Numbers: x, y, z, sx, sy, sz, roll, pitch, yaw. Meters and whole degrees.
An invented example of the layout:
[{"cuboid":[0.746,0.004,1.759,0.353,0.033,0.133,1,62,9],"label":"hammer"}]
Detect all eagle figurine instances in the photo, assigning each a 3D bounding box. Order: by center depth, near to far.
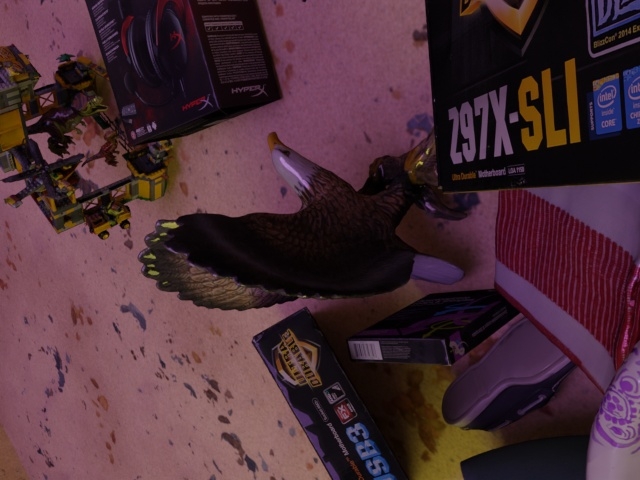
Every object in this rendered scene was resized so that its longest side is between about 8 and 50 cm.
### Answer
[{"cuboid":[-0.008,-0.007,0.605,0.225,0.298,0.226,36,150,33],"label":"eagle figurine"}]

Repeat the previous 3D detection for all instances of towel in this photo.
[{"cuboid":[0.198,-0.066,0.475,0.237,0.037,0.329,-115,22,-67],"label":"towel"}]

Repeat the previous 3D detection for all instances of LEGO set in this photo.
[{"cuboid":[-0.377,-0.183,0.910,0.331,0.255,0.192,55,150,22],"label":"LEGO set"}]

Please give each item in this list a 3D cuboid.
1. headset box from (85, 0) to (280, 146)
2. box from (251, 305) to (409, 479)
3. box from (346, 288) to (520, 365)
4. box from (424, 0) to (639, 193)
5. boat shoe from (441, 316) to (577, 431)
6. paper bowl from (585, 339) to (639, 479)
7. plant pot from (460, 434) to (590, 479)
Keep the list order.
[{"cuboid":[-0.196,-0.294,0.803,0.218,0.110,0.293,-7,101,43],"label":"headset box"},{"cuboid":[0.030,0.222,0.707,0.293,0.073,0.295,58,174,6],"label":"box"},{"cuboid":[0.120,0.085,0.627,0.116,0.162,0.029,-9,96,42],"label":"box"},{"cuboid":[0.149,-0.160,0.361,0.322,0.079,0.257,-159,62,-80],"label":"box"},{"cuboid":[0.216,0.142,0.648,0.065,0.075,0.206,26,128,-20],"label":"boat shoe"},{"cuboid":[0.285,0.126,0.270,0.284,0.148,0.284,11,106,44],"label":"paper bowl"},{"cuboid":[0.276,0.287,0.519,0.195,0.290,0.290,-28,85,6],"label":"plant pot"}]
